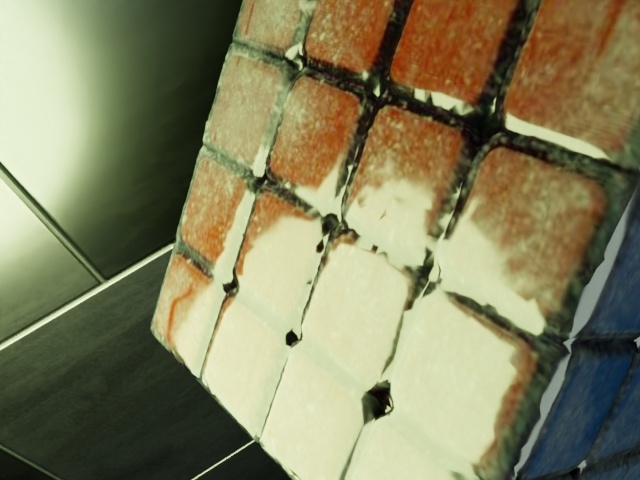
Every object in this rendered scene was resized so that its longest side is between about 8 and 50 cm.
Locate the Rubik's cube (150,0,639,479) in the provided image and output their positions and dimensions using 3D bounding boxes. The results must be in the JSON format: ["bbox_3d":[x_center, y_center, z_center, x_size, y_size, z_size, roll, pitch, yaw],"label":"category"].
[{"bbox_3d":[0.123,0.000,0.525,0.337,0.343,0.345,7,110,-44],"label":"Rubik's cube"}]
